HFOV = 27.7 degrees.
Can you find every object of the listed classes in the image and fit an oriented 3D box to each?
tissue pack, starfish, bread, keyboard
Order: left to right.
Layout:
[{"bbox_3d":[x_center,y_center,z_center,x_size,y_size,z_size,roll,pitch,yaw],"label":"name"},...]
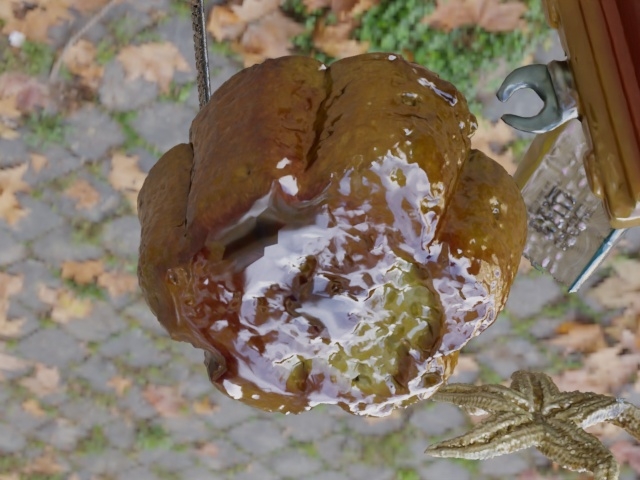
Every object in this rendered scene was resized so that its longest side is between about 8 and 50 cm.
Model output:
[{"bbox_3d":[-0.108,-0.156,1.198,0.011,0.067,0.202,-6,105,-9],"label":"keyboard"},{"bbox_3d":[0.013,0.004,0.811,0.246,0.135,0.232,-35,114,31],"label":"bread"},{"bbox_3d":[0.207,0.182,1.281,0.235,0.277,0.062,-4,114,-10],"label":"starfish"},{"bbox_3d":[0.301,-0.107,1.326,0.134,0.192,0.271,35,131,7],"label":"tissue pack"}]

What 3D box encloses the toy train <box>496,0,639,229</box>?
[{"bbox_3d":[0.266,-0.119,0.634,0.369,0.163,0.231,-14,171,8],"label":"toy train"}]
